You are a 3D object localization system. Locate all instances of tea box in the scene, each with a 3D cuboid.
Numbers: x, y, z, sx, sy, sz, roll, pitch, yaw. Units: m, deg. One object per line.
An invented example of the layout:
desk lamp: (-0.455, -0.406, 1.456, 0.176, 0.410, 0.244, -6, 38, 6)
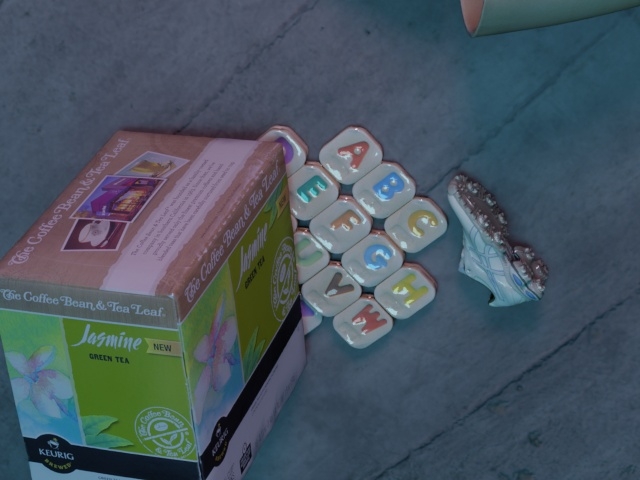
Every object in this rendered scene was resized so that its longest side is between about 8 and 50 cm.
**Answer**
tea box: (-0.178, 0.094, 1.743, 0.220, 0.329, 0.323, 5, 123, 18)

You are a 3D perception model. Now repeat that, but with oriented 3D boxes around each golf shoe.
golf shoe: (0.182, 0.009, 1.779, 0.086, 0.069, 0.176, -26, 109, 31)

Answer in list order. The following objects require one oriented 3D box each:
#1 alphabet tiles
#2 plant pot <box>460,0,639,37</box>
alphabet tiles: (0.000, 0.000, 1.843, 0.278, 0.021, 0.284, -37, 105, 28)
plant pot: (0.280, -0.323, 1.482, 0.274, 0.256, 0.256, -1, 120, -2)
